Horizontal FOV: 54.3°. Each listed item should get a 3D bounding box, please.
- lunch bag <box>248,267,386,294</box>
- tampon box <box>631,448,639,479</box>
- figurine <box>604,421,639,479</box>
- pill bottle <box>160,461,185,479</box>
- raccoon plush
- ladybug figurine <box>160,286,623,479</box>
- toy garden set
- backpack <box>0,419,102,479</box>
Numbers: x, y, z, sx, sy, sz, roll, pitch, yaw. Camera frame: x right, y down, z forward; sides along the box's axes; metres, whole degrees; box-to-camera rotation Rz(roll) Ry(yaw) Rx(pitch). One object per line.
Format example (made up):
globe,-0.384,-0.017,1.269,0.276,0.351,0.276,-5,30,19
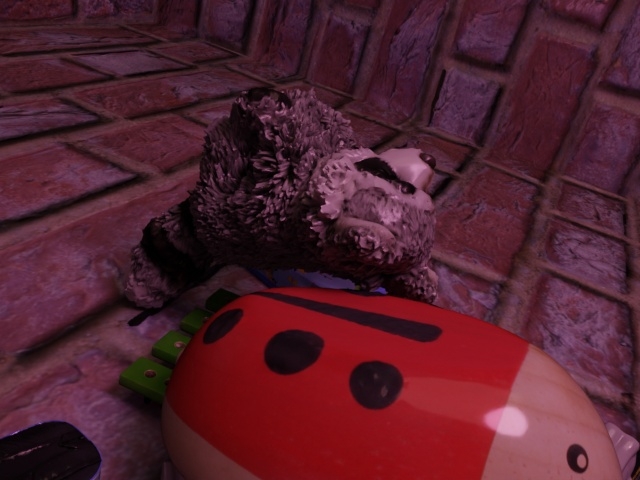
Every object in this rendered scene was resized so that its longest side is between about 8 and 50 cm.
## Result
lunch bag,0.000,0.000,0.982,0.138,0.220,0.293,-5,33,-37
tampon box,0.495,0.311,0.791,0.120,0.101,0.161,-7,34,-40
figurine,0.260,0.275,0.765,0.215,0.092,0.209,35,39,31
pill bottle,-0.120,0.242,0.642,0.083,0.043,0.043,6,28,-20
raccoon plush,-0.047,0.030,0.770,0.216,0.446,0.299,14,37,-40
ladybug figurine,0.045,0.149,0.583,0.450,0.161,0.305,9,17,23
toy garden set,-0.101,0.166,0.803,0.204,0.049,0.244,21,26,13
backpack,-0.260,0.222,0.557,0.105,0.084,0.114,32,34,31
